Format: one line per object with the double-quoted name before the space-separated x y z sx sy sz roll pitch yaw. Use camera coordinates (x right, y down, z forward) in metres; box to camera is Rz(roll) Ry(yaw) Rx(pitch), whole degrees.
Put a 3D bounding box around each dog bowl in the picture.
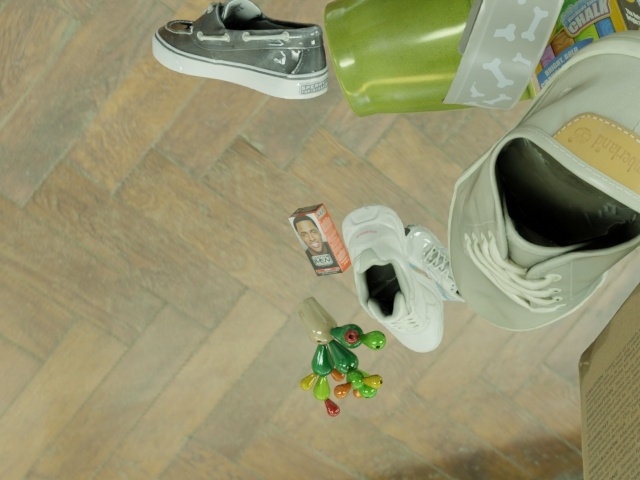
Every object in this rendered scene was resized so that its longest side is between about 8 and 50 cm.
"dog bowl" 0.278 -0.346 1.325 0.102 0.349 0.349 20 104 2

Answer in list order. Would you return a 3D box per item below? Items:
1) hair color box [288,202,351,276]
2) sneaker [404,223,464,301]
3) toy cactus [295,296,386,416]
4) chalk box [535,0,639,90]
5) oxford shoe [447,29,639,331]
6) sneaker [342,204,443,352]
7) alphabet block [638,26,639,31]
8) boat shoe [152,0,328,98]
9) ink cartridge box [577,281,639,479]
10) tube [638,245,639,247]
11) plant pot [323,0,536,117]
"hair color box" 0.000 0.000 1.857 0.043 0.072 0.141 -46 117 -45
"sneaker" 0.202 0.041 1.527 0.190 0.083 0.071 42 80 -33
"toy cactus" 0.017 0.173 1.419 0.112 0.219 0.180 -28 73 -28
"chalk box" 0.466 -0.304 1.520 0.180 0.289 0.179 12 147 -39
"oxford shoe" 0.187 -0.008 0.812 0.169 0.449 0.130 33 68 7
"sneaker" 0.087 0.073 1.129 0.090 0.115 0.232 -20 127 19
"alphabet block" 0.453 -0.140 1.045 0.193 0.197 0.192 31 84 -16
"boat shoe" -0.111 -0.263 1.194 0.108 0.301 0.102 -25 126 -37
"ink cartridge box" 0.224 0.062 0.458 0.088 0.193 0.235 24 126 -2
"tube" 0.470 -0.004 1.294 0.062 0.240 0.070 -16 81 10
"plant pot" 0.206 -0.398 1.817 0.353 0.366 0.366 -15 116 14
